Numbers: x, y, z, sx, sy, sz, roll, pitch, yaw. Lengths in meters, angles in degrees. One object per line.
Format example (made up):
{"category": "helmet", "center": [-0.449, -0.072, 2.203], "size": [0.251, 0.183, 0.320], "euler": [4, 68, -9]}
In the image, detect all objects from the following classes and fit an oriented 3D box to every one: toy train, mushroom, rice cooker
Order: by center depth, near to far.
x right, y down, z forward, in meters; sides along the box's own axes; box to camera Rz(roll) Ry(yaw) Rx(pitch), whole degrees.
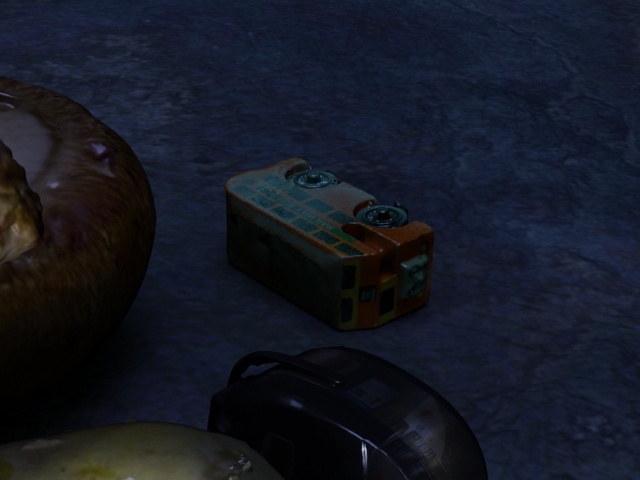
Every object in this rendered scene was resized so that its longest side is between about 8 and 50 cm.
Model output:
{"category": "rice cooker", "center": [0.014, 0.125, 0.791], "size": [0.106, 0.112, 0.165], "euler": [-16, 34, -41]}
{"category": "mushroom", "center": [-0.288, 0.006, 0.912], "size": [0.345, 0.239, 0.345], "euler": [15, 10, -3]}
{"category": "toy train", "center": [0.000, 0.000, 1.078], "size": [0.099, 0.072, 0.188], "euler": [-27, 40, -34]}

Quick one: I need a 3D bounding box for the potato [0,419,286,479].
{"category": "potato", "center": [-0.129, 0.180, 0.646], "size": [0.296, 0.141, 0.191], "euler": [-4, 45, -15]}
